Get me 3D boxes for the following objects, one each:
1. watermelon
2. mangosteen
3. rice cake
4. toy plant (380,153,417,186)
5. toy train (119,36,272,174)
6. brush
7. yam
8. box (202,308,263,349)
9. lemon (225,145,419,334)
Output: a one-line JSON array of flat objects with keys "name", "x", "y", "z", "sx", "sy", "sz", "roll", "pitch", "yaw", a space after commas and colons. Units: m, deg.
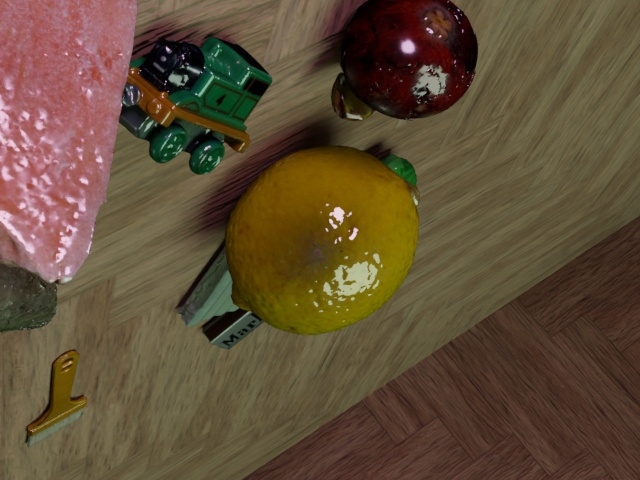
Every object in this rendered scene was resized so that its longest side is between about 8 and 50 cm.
[{"name": "watermelon", "x": -0.237, "y": -0.127, "z": 0.770, "sx": 0.283, "sy": 0.293, "sz": 0.250, "roll": 2, "pitch": 107, "yaw": -63}, {"name": "mangosteen", "x": 0.093, "y": -0.215, "z": 1.359, "sx": 0.166, "sy": 0.166, "sz": 0.180, "roll": -24, "pitch": -177, "yaw": -40}, {"name": "rice cake", "x": -0.119, "y": 0.048, "z": 1.757, "sx": 0.198, "sy": 0.037, "sz": 0.189, "roll": -49, "pitch": 161, "yaw": 28}, {"name": "toy plant", "x": 0.052, "y": -0.042, "z": 1.782, "sx": 0.240, "sy": 0.088, "sz": 0.154, "roll": -45, "pitch": 166, "yaw": -2}, {"name": "toy train", "x": -0.132, "y": -0.148, "z": 1.164, "sx": 0.136, "sy": 0.091, "sz": 0.228, "roll": -53, "pitch": 159, "yaw": 8}, {"name": "brush", "x": -0.390, "y": 0.233, "z": 1.716, "sx": 0.103, "sy": 0.013, "sz": 0.272, "roll": -29, "pitch": 159, "yaw": -31}, {"name": "yam", "x": -0.358, "y": 0.051, "z": 1.185, "sx": 0.107, "sy": 0.107, "sz": 0.183, "roll": -47, "pitch": 160, "yaw": 23}, {"name": "box", "x": -0.112, "y": 0.116, "z": 1.945, "sx": 0.177, "sy": 0.036, "sz": 0.115, "roll": -39, "pitch": 163, "yaw": 1}, {"name": "lemon", "x": 0.001, "y": -0.001, "z": 1.545, "sx": 0.267, "sy": 0.267, "sz": 0.267, "roll": -35, "pitch": 162, "yaw": -13}]
